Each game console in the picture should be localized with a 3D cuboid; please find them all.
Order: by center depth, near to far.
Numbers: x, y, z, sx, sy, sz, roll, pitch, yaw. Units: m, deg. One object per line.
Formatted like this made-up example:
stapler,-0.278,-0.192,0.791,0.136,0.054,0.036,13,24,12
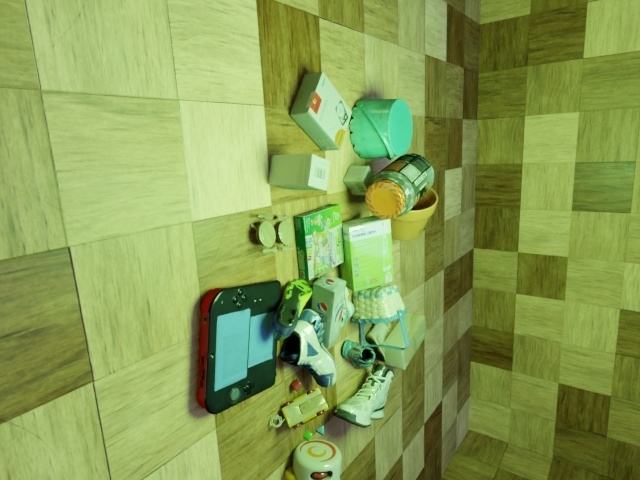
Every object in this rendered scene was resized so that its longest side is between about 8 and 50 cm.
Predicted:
game console,-0.248,0.331,1.376,0.342,0.060,0.387,-1,96,-54

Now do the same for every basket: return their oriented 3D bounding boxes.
basket,0.275,0.351,1.934,0.201,0.254,0.289,-6,90,-47

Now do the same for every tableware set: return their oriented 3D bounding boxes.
tableware set,-0.161,-0.021,1.461,0.194,0.039,0.128,-4,87,-59

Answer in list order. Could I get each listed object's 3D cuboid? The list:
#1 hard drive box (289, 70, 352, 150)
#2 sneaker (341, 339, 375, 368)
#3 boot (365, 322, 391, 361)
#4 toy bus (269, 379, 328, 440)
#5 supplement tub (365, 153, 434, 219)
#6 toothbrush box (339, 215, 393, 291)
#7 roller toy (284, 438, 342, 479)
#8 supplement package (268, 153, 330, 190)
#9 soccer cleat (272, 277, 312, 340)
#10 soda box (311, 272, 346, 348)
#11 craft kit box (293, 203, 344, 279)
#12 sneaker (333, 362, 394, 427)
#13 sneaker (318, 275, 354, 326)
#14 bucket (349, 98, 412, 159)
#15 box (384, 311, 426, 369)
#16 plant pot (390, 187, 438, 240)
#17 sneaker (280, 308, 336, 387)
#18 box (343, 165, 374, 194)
hard drive box,0.007,-0.474,1.581,0.232,0.089,0.181,36,65,-50
sneaker,0.202,0.545,1.967,0.262,0.125,0.104,39,64,-49
boot,0.309,0.497,2.151,0.165,0.077,0.213,-54,132,-37
toy bus,-0.069,0.653,1.623,0.104,0.202,0.191,97,12,-58
supplement tub,0.336,-0.229,1.802,0.338,0.207,0.207,-40,126,-46
toothbrush box,0.193,0.052,1.823,0.206,0.122,0.283,-13,108,-24
roller toy,-0.015,0.896,1.663,0.209,0.191,0.146,-4,99,-54
supplement package,-0.073,-0.229,1.428,0.105,0.179,0.105,6,90,-54
soccer cleat,-0.106,0.239,1.516,0.121,0.093,0.289,-64,179,31
soda box,0.026,0.276,1.646,0.091,0.098,0.286,-37,139,-49
craft kit box,0.000,0.000,1.673,0.246,0.061,0.250,-26,116,-52
sneaker,0.207,0.690,1.955,0.447,0.169,0.258,29,76,-62
sneaker,0.058,0.258,1.739,0.122,0.110,0.283,-58,137,-31
bucket,0.272,-0.489,1.863,0.281,0.183,0.281,-12,104,-53
box,0.465,0.545,2.333,0.311,0.121,0.148,-41,127,-43
plant pot,0.400,-0.137,2.039,0.291,0.290,0.204,-43,145,-42
sneaker,-0.062,0.438,1.607,0.182,0.127,0.316,-33,114,-43
box,0.171,-0.259,1.826,0.101,0.102,0.087,49,58,-46
